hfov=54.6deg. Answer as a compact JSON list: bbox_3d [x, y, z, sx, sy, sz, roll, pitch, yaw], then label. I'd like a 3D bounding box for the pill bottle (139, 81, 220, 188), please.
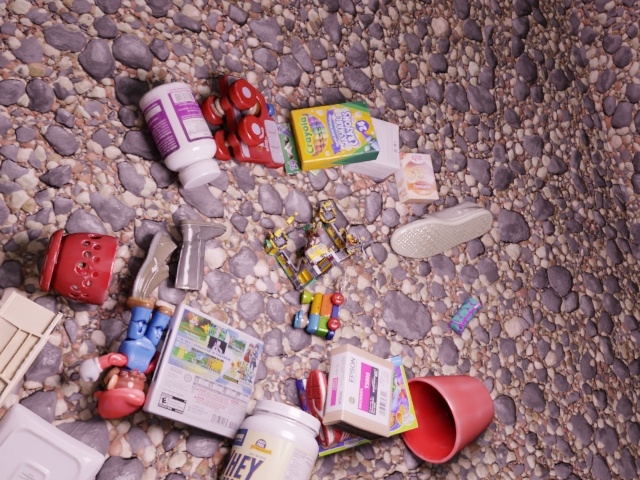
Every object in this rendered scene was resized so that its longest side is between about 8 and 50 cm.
[{"bbox_3d":[-0.423,-0.318,1.910,0.169,0.169,0.302,-22,86,-33],"label":"pill bottle"}]

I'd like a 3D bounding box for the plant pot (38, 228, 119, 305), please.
[{"bbox_3d":[-0.643,0.065,1.652,0.174,0.191,0.191,15,67,-22],"label":"plant pot"}]

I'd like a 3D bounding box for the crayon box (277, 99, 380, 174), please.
[{"bbox_3d":[0.023,-0.357,2.140,0.322,0.083,0.203,-11,73,-9],"label":"crayon box"}]

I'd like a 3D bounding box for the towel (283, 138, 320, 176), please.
[{"bbox_3d":[-0.049,-0.312,2.207,0.152,0.023,0.113,41,61,-14],"label":"towel"}]

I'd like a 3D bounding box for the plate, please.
[{"bbox_3d":[-0.722,0.590,1.525,0.277,0.045,0.278,39,60,-14],"label":"plate"}]

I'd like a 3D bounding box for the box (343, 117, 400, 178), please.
[{"bbox_3d":[0.187,-0.343,2.288,0.181,0.119,0.181,10,70,-27],"label":"box"}]

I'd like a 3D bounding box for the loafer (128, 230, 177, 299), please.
[{"bbox_3d":[-0.480,0.092,1.790,0.087,0.094,0.251,24,64,-16],"label":"loafer"}]

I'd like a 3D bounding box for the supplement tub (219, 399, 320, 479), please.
[{"bbox_3d":[-0.143,0.633,1.722,0.235,0.235,0.325,30,62,-18],"label":"supplement tub"}]

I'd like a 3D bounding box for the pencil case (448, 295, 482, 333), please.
[{"bbox_3d":[0.541,0.278,2.316,0.064,0.070,0.151,50,59,-7],"label":"pencil case"}]

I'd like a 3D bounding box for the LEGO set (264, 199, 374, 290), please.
[{"bbox_3d":[0.000,0.000,2.014,0.331,0.192,0.255,-20,76,-32],"label":"LEGO set"}]

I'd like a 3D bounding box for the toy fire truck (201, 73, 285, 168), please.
[{"bbox_3d":[-0.237,-0.390,2.061,0.254,0.169,0.302,0,73,-54],"label":"toy fire truck"}]

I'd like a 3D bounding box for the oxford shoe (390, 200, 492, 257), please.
[{"bbox_3d":[0.442,-0.048,2.341,0.449,0.169,0.130,-16,41,-24],"label":"oxford shoe"}]

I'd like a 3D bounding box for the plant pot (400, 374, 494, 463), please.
[{"bbox_3d":[0.426,0.567,2.061,0.243,0.275,0.275,-6,77,-38],"label":"plant pot"}]

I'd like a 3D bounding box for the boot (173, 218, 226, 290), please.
[{"bbox_3d":[-0.362,0.048,1.881,0.189,0.076,0.209,5,78,-47],"label":"boot"}]

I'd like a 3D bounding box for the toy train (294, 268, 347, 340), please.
[{"bbox_3d":[0.000,0.191,2.036,0.143,0.105,0.248,14,62,-7],"label":"toy train"}]

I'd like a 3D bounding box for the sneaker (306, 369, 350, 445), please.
[{"bbox_3d":[0.037,0.494,1.870,0.128,0.087,0.221,-2,79,-35],"label":"sneaker"}]

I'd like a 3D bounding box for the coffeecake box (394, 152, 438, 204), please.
[{"bbox_3d":[0.364,-0.237,2.383,0.142,0.068,0.186,-1,74,-29],"label":"coffeecake box"}]

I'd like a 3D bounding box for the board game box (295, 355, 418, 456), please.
[{"bbox_3d":[0.116,0.518,1.966,0.347,0.078,0.233,-9,79,-22],"label":"board game box"}]

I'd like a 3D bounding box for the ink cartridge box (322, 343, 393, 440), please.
[{"bbox_3d":[0.117,0.451,1.842,0.193,0.088,0.235,28,53,-30],"label":"ink cartridge box"}]

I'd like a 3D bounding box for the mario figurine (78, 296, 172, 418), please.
[{"bbox_3d":[-0.527,0.317,1.677,0.198,0.170,0.321,20,73,-9],"label":"mario figurine"}]

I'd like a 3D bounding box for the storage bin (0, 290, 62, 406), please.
[{"bbox_3d":[-0.755,0.279,1.476,0.123,0.262,0.260,34,61,-15],"label":"storage bin"}]

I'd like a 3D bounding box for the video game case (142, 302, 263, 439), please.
[{"bbox_3d":[-0.318,0.377,1.760,0.329,0.036,0.300,34,59,-39],"label":"video game case"}]
